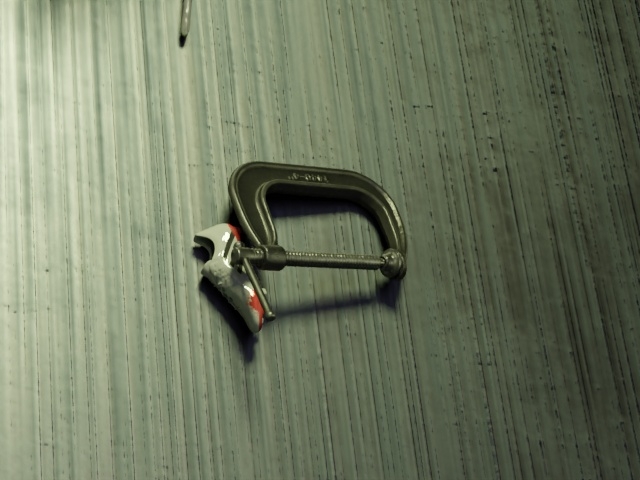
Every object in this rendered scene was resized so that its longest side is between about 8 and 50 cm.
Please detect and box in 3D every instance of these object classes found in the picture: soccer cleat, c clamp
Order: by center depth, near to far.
[{"bbox_3d":[-0.060,0.026,1.100,0.036,0.029,0.083,-9,63,-21],"label":"soccer cleat"},{"bbox_3d":[0.000,0.000,1.132,0.161,0.022,0.137,-2,51,-37],"label":"c clamp"}]

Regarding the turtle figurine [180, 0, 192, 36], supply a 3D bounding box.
[{"bbox_3d":[-0.160,-0.339,1.216,0.198,0.274,0.266,8,36,4],"label":"turtle figurine"}]
